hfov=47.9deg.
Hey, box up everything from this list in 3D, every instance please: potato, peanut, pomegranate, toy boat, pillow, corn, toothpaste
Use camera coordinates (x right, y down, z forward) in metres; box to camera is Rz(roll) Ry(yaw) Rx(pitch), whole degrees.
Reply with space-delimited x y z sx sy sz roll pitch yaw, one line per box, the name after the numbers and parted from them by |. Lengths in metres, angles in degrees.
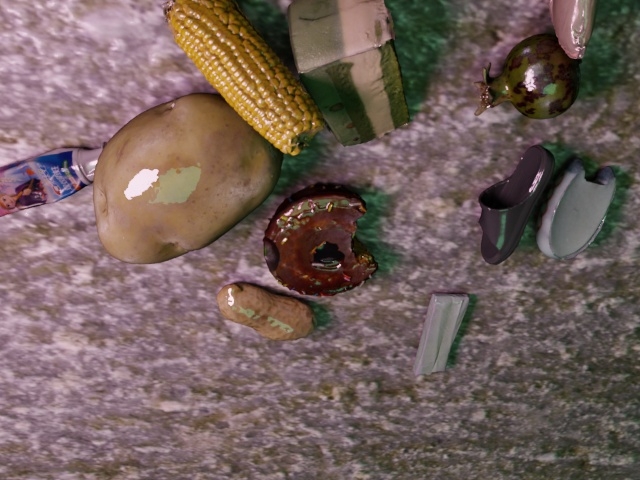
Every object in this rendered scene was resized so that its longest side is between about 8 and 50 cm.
-0.222 -0.105 1.167 0.326 0.221 0.243 -38 133 12 | potato
-0.108 0.144 1.440 0.214 0.099 0.099 24 117 -26 | peanut
0.350 -0.275 1.212 0.169 0.148 0.148 3 124 2 | pomegranate
0.494 -0.061 1.428 0.134 0.079 0.207 7 112 -24 | toy boat
0.397 -0.432 1.090 0.067 0.173 0.270 3 125 3 | pillow
-0.120 -0.261 1.077 0.115 0.115 0.318 -42 81 18 | corn
-0.480 -0.104 1.236 0.266 0.061 0.096 -16 126 8 | toothpaste

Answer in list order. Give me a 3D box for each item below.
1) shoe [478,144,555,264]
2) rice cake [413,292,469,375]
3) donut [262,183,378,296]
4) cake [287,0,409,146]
0.344 -0.076 1.364 0.093 0.108 0.241 17 112 -18 | shoe
0.261 0.206 1.576 0.080 0.042 0.221 0 123 -15 | rice cake
0.000 -0.001 1.358 0.216 0.096 0.230 -21 125 8 | donut
0.054 -0.295 1.196 0.158 0.172 0.283 -16 158 9 | cake
